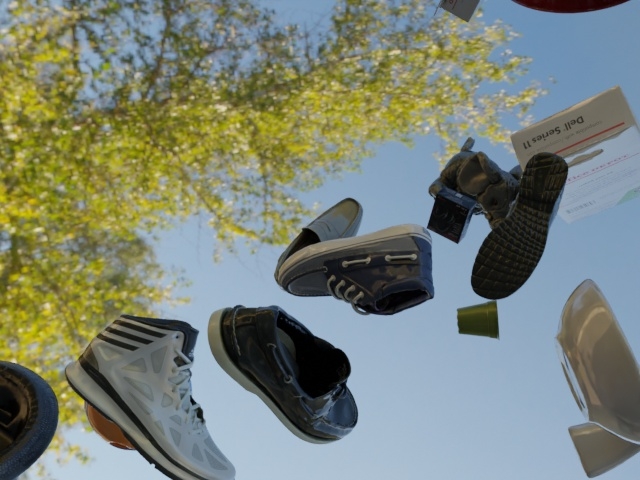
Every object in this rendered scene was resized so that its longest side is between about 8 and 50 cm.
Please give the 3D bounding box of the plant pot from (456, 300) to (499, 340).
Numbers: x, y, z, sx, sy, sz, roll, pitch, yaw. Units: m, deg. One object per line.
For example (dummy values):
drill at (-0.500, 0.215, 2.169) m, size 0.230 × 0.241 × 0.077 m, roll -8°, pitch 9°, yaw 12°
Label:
plant pot at (0.308, 0.157, 1.437) m, size 0.079 × 0.083 × 0.083 m, roll -5°, pitch -76°, yaw 11°

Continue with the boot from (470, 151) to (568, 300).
boot at (0.314, -0.001, 1.116) m, size 0.083 × 0.161 × 0.247 m, roll 25°, pitch -100°, yaw 23°

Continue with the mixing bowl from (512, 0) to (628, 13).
mixing bowl at (0.289, -0.344, 0.822) m, size 0.181 × 0.181 × 0.098 m, roll -7°, pitch -107°, yaw 48°

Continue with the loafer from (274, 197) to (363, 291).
loafer at (0.000, 0.000, 1.890) m, size 0.112 × 0.319 × 0.111 m, roll 29°, pitch -24°, yaw 24°

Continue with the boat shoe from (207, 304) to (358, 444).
boat shoe at (-0.015, 0.187, 1.039) m, size 0.113 × 0.127 × 0.340 m, roll -22°, pitch -50°, yaw 23°

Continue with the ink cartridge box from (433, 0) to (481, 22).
ink cartridge box at (0.273, -0.460, 1.288) m, size 0.060 × 0.180 × 0.104 m, roll 31°, pitch -37°, yaw 5°

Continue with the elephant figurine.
elephant figurine at (0.353, -0.103, 1.497) m, size 0.239 × 0.169 × 0.186 m, roll 4°, pitch -58°, yaw 61°

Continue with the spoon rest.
spoon rest at (0.258, 0.132, 0.637) m, size 0.276 × 0.084 × 0.137 m, roll 62°, pitch 11°, yaw -53°

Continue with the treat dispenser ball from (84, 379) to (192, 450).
treat dispenser ball at (-0.492, 0.424, 1.987) m, size 0.288 × 0.288 × 0.288 m, roll 20°, pitch -61°, yaw 42°

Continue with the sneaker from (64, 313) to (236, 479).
sneaker at (-0.311, 0.335, 1.598) m, size 0.447 × 0.257 × 0.169 m, roll 41°, pitch -1°, yaw -3°

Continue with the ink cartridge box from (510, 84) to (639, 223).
ink cartridge box at (0.483, -0.154, 1.326) m, size 0.207 × 0.353 × 0.119 m, roll -24°, pitch -113°, yaw 25°

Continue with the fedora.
fedora at (-0.547, 0.321, 1.101) m, size 0.334 × 0.334 × 0.153 m, roll 26°, pitch -54°, yaw 39°

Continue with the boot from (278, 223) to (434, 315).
boot at (0.035, 0.046, 0.814) m, size 0.189 × 0.069 × 0.086 m, roll -19°, pitch -134°, yaw 24°

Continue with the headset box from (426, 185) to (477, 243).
headset box at (0.216, -0.039, 1.215) m, size 0.062 × 0.032 × 0.083 m, roll 29°, pitch -48°, yaw 21°
